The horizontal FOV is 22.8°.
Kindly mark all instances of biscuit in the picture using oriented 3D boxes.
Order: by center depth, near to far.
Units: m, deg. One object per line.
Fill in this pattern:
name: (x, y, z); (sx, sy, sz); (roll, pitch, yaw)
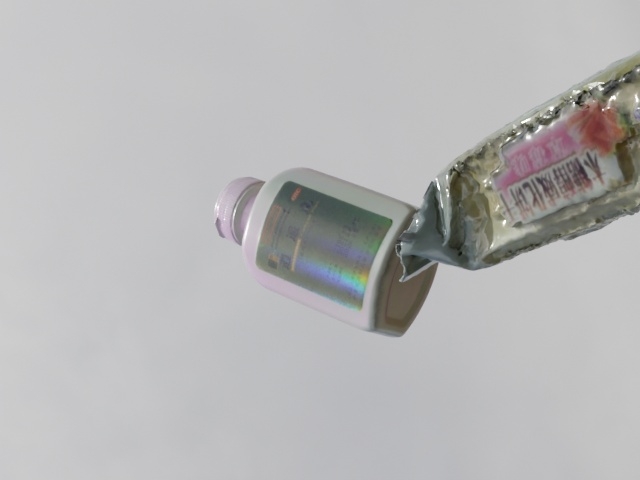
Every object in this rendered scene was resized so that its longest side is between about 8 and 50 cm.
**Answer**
biscuit: (0.180, -0.064, 0.822); (0.186, 0.309, 0.079); (-29, -88, -41)

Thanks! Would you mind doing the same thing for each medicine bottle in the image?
medicine bottle: (0.000, 0.000, 1.401); (0.078, 0.219, 0.115); (15, -85, -51)
